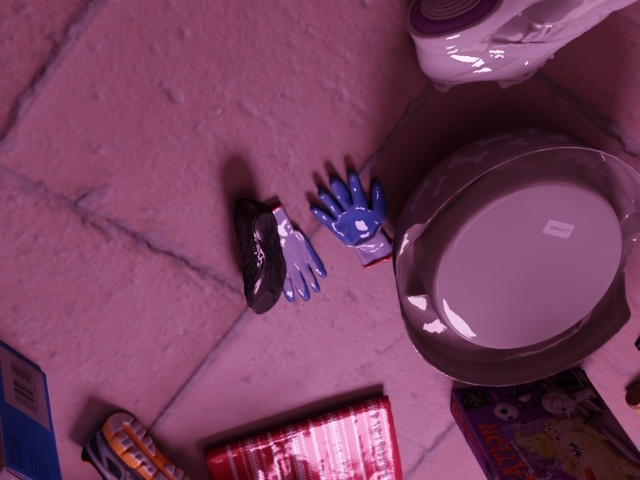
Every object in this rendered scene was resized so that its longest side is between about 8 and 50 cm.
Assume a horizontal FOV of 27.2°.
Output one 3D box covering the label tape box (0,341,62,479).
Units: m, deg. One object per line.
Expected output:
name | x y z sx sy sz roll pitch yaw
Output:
label tape box | -0.471 0.312 1.590 0.333 0.241 0.106 -39 127 10

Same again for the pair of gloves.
pair of gloves | 0.000 0.000 1.669 0.198 0.023 0.159 -27 128 1

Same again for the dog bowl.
dog bowl | 0.248 0.014 1.651 0.348 0.102 0.349 -9 125 -13

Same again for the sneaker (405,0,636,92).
sneaker | 0.248 -0.264 1.531 0.305 0.114 0.152 -18 141 -1

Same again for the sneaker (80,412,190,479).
sneaker | -0.233 0.331 1.758 0.083 0.084 0.215 -35 93 22

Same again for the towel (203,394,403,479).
towel | -0.021 0.330 1.888 0.274 0.031 0.199 -17 128 -7

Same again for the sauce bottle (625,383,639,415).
sauce bottle | 0.513 0.262 2.011 0.042 0.042 0.128 -44 124 14

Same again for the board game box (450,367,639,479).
board game box | 0.331 0.309 1.792 0.208 0.347 0.056 -13 126 -11

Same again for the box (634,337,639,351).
box | 0.514 0.145 1.944 0.083 0.018 0.067 20 116 -29

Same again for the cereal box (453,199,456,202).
cereal box | 0.240 0.006 1.737 0.173 0.047 0.240 -44 126 13

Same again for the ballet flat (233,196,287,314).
ballet flat | -0.076 0.019 1.633 0.057 0.049 0.173 -25 134 -27
